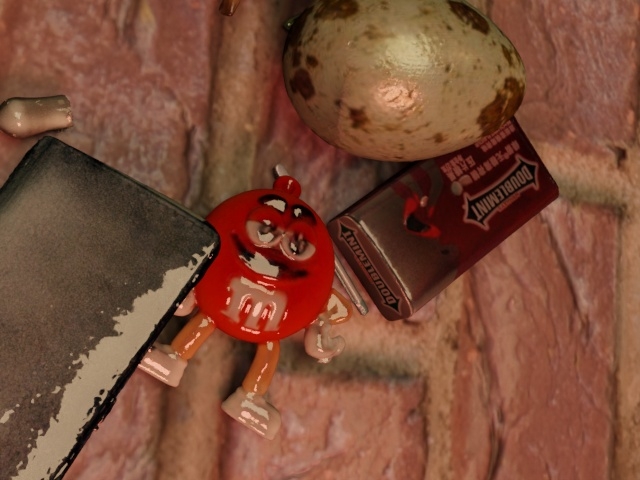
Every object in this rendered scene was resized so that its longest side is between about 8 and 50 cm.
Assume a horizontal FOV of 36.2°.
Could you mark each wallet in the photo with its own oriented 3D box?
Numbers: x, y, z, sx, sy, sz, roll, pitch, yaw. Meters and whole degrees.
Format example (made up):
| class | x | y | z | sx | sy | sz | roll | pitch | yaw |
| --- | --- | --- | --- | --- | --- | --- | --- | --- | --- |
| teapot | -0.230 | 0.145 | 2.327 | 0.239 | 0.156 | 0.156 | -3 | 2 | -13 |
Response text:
| class | x | y | z | sx | sy | sz | roll | pitch | yaw |
| --- | --- | --- | --- | --- | --- | --- | --- | --- | --- |
| wallet | -0.250 | 0.099 | 0.758 | 0.190 | 0.046 | 0.379 | 30 | 69 | 5 |

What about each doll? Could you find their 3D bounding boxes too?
| class | x | y | z | sx | sy | sz | roll | pitch | yaw |
| --- | --- | --- | --- | --- | --- | --- | --- | --- | --- |
| doll | -0.053 | 0.046 | 0.863 | 0.183 | 0.085 | 0.217 | 31 | 78 | -14 |

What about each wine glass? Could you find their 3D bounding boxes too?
| class | x | y | z | sx | sy | sz | roll | pitch | yaw |
| --- | --- | --- | --- | --- | --- | --- | --- | --- | --- |
| wine glass | -0.251 | -0.102 | 0.825 | 0.083 | 0.042 | 0.039 | -11 | 90 | -29 |

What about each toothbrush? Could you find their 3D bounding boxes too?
| class | x | y | z | sx | sy | sz | roll | pitch | yaw |
| --- | --- | --- | --- | --- | --- | --- | --- | --- | --- |
| toothbrush | 0.000 | 0.000 | 0.933 | 0.011 | 0.014 | 0.167 | -34 | 96 | -23 |

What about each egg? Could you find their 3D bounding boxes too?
| class | x | y | z | sx | sy | sz | roll | pitch | yaw |
| --- | --- | --- | --- | --- | --- | --- | --- | --- | --- |
| egg | 0.079 | -0.156 | 0.905 | 0.231 | 0.169 | 0.169 | 7 | 77 | -9 |

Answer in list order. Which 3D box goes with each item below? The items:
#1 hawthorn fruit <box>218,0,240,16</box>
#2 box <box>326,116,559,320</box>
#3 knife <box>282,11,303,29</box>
| class | x | y | z | sx | sy | sz | roll | pitch | yaw |
| --- | --- | --- | --- | --- | --- | --- | --- | --- | --- |
| hawthorn fruit | -0.012 | -0.346 | 0.872 | 0.287 | 0.287 | 0.330 | 28 | 84 | -17 |
| box | 0.124 | -0.030 | 0.964 | 0.224 | 0.069 | 0.120 | -34 | 94 | -27 |
| knife | 0.050 | -0.243 | 1.001 | 0.207 | 0.014 | 0.030 | -19 | 88 | -27 |
